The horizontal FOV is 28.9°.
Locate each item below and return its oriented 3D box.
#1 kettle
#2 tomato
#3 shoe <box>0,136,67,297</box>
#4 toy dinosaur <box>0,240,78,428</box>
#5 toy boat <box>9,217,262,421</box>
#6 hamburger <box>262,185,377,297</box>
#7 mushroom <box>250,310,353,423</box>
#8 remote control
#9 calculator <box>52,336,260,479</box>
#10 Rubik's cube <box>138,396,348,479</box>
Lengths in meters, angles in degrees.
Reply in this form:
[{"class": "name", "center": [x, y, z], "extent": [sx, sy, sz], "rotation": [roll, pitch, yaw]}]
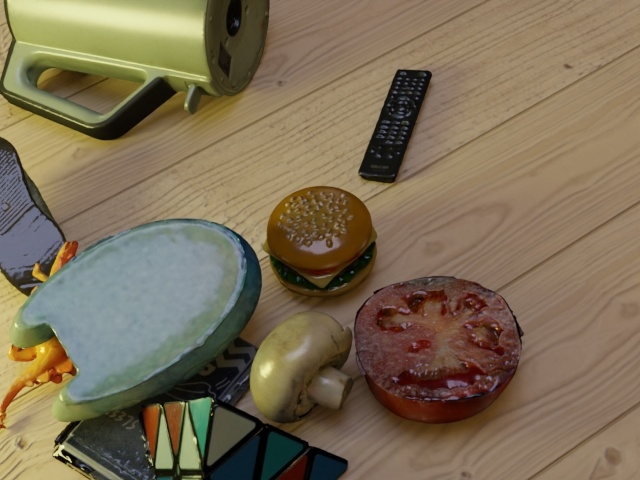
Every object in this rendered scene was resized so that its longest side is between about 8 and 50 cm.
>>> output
[{"class": "kettle", "center": [-0.311, -0.331, 1.996], "extent": [0.376, 0.250, 0.361], "rotation": [10, 79, 18]}, {"class": "tomato", "center": [0.148, 0.145, 1.593], "extent": [0.225, 0.085, 0.225], "rotation": [-4, 45, 4]}, {"class": "shoe", "center": [-0.431, -0.021, 1.800], "extent": [0.103, 0.098, 0.275], "rotation": [-24, 69, -7]}, {"class": "toy dinosaur", "center": [-0.352, 0.130, 1.670], "extent": [0.117, 0.070, 0.288], "rotation": [13, 61, -6]}, {"class": "toy boat", "center": [-0.228, 0.101, 1.624], "extent": [0.330, 0.123, 0.215], "rotation": [-34, 67, -11]}, {"class": "hamburger", "center": [0.000, 0.000, 1.715], "extent": [0.162, 0.115, 0.162], "rotation": [-4, 48, 5]}, {"class": "mushroom", "center": [-0.018, 0.164, 1.557], "extent": [0.122, 0.154, 0.154], "rotation": [34, 59, 13]}, {"class": "remote control", "center": [0.118, -0.181, 1.924], "extent": [0.063, 0.025, 0.245], "rotation": [10, 51, 16]}, {"class": "calculator", "center": [-0.205, 0.210, 1.614], "extent": [0.165, 0.028, 0.274], "rotation": [27, 58, 23]}, {"class": "Rubik's cube", "center": [-0.104, 0.334, 1.468], "extent": [0.250, 0.284, 0.234], "rotation": [23, 72, -25]}]
